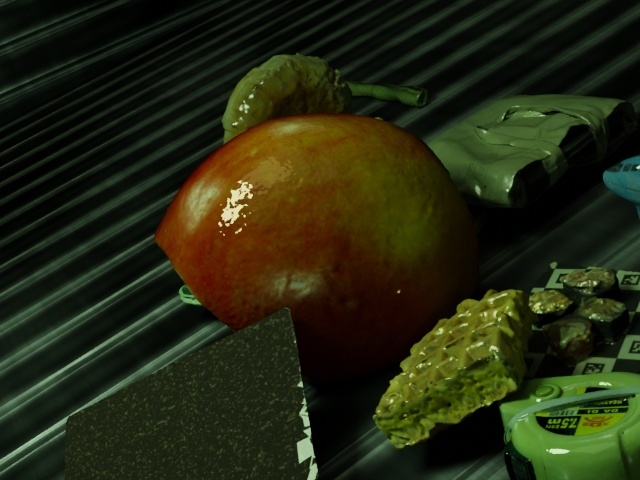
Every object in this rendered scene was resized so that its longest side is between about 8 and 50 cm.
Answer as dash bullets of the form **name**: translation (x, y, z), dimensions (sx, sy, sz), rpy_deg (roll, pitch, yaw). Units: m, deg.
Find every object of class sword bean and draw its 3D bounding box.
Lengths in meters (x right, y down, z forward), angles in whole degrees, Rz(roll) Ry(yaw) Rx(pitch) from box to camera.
- **sword bean**: translation (0.126, -0.299, 1.832), dimensions (0.043, 0.038, 0.269), rpy_deg (-10, 17, -33)

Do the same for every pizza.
- **pizza**: translation (0.206, -0.028, 1.303), dimensions (0.100, 0.029, 0.099), rpy_deg (12, 36, 45)

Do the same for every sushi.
- **sushi**: translation (0.294, 0.079, 1.024), dimensions (0.193, 0.040, 0.210), rpy_deg (7, 40, 44)

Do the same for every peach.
- **peach**: translation (0.000, 0.000, 1.123), dimensions (0.381, 0.306, 0.242), rpy_deg (-21, 20, -7)

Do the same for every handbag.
- **handbag**: translation (0.287, -0.133, 1.331), dimensions (0.316, 0.109, 0.253), rpy_deg (-31, 24, -28)

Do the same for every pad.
- **pad**: translation (-0.155, 0.226, 0.991), dimensions (0.330, 0.004, 0.220), rpy_deg (-27, 47, 18)

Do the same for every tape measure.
- **tape measure**: translation (0.247, 0.181, 0.824), dimensions (0.178, 0.087, 0.154), rpy_deg (-13, 15, 25)

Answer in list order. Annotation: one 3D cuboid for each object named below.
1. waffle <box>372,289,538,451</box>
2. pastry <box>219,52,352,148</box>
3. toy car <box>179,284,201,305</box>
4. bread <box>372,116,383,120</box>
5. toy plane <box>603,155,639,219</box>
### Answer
- **waffle**: translation (0.155, 0.119, 0.970), dimensions (0.160, 0.055, 0.211), rpy_deg (-36, 6, 30)
- **pastry**: translation (-0.064, -0.209, 1.600), dimensions (0.257, 0.235, 0.121), rpy_deg (-32, 37, -18)
- **toy car**: translation (-0.126, 0.059, 1.359), dimensions (0.186, 0.058, 0.093), rpy_deg (-27, 25, -33)
- **bread**: translation (0.059, -0.104, 1.453), dimensions (0.140, 0.106, 0.236), rpy_deg (-19, 25, 24)
- **toy plane**: translation (0.467, -0.055, 1.063), dimensions (0.271, 0.105, 0.254), rpy_deg (3, 36, 42)
